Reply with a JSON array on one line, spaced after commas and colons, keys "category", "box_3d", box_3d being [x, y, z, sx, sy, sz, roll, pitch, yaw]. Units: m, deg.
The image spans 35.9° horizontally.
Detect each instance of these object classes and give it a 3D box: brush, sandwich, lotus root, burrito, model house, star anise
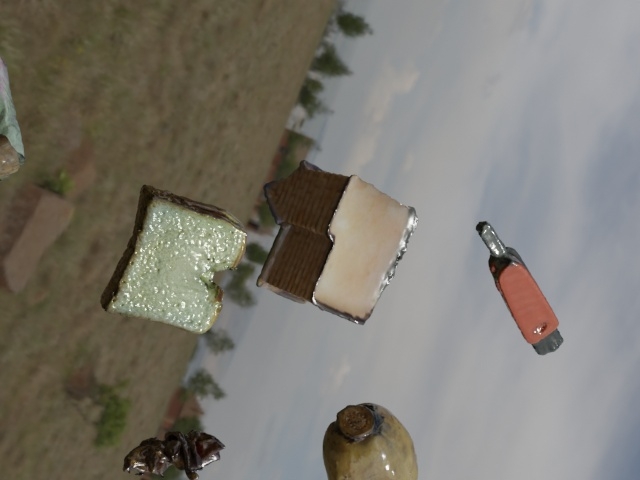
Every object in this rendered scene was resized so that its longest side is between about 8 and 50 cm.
[{"category": "brush", "box_3d": [0.341, 0.088, 1.695, 0.070, 0.323, 0.051, -32, -148, 6]}, {"category": "sandwich", "box_3d": [-0.296, 0.046, 2.058, 0.273, 0.249, 0.095, -68, -159, 7]}, {"category": "lotus root", "box_3d": [0.070, 0.301, 1.286, 0.118, 0.125, 0.221, 56, -11, 53]}, {"category": "burrito", "box_3d": [-0.527, -0.195, 1.553, 0.144, 0.089, 0.229, -25, -119, 25]}, {"category": "model house", "box_3d": [0.000, 0.000, 1.355, 0.172, 0.166, 0.183, 17, -97, 42]}, {"category": "star anise", "box_3d": [-0.225, 0.356, 1.642, 0.177, 0.234, 0.073, -11, 99, -50]}]

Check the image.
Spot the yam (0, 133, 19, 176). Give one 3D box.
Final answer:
[{"category": "yam", "box_3d": [-0.433, -0.038, 0.915, 0.327, 0.045, 0.045, -26, -177, -42]}]
